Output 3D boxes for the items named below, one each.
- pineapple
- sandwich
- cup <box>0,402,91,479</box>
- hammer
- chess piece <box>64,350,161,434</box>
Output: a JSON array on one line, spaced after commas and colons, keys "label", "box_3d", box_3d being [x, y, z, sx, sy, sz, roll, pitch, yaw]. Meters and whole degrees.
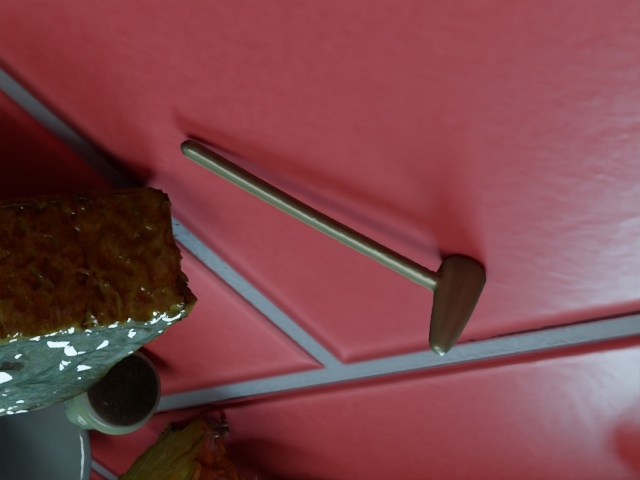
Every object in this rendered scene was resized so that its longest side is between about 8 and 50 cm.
[{"label": "pineapple", "box_3d": [-0.091, 0.231, 1.122, 0.164, 0.139, 0.250, 32, 148, -7]}, {"label": "sandwich", "box_3d": [-0.265, 0.062, 0.885, 0.301, 0.099, 0.271, -7, 161, -28]}, {"label": "cup", "box_3d": [-0.376, 0.184, 1.138, 0.257, 0.227, 0.301, 13, 170, 26]}, {"label": "hammer", "box_3d": [0.000, 0.000, 0.810, 0.195, 0.060, 0.028, 28, 149, 0]}, {"label": "chess piece", "box_3d": [-0.168, 0.122, 1.091, 0.067, 0.067, 0.103, 32, 156, -14]}]
